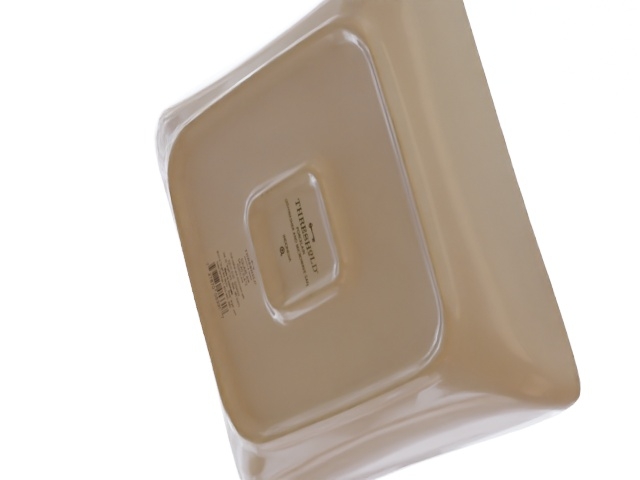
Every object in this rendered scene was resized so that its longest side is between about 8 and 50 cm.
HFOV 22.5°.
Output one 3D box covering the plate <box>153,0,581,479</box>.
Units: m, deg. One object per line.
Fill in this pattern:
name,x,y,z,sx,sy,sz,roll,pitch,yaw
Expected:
plate,0.000,0.000,0.914,0.045,0.278,0.277,-4,-108,-41
